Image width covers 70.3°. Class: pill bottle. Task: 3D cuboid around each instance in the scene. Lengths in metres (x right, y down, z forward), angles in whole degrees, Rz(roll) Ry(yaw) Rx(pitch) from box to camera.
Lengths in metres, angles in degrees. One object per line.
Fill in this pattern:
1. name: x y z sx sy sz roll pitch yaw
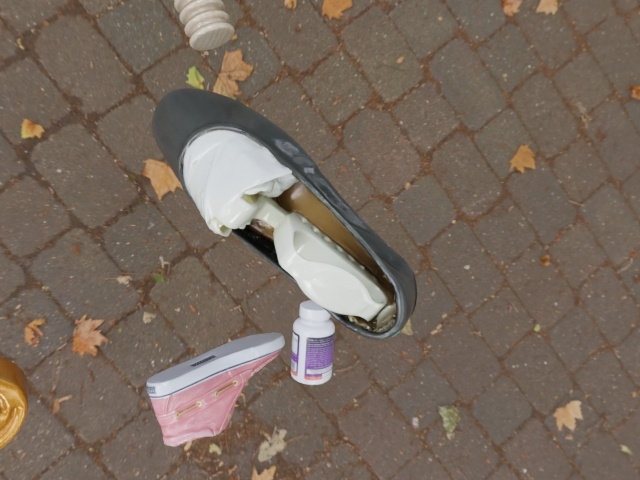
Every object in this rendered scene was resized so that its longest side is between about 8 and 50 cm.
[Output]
1. pill bottle: -0.019 0.257 1.164 0.108 0.108 0.193 1 102 -15

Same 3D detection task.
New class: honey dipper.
1. honey dipper: -0.098 -0.200 0.279 0.030 0.030 0.160 -24 96 -13

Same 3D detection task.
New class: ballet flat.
1. ballet flat: -0.029 -0.021 0.364 0.280 0.096 0.095 38 109 -5

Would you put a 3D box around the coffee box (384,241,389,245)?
1. coffee box: 0.000 0.000 1.160 0.297 0.168 0.119 39 42 13

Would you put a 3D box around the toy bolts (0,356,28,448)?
1. toy bolts: -0.400 0.163 0.388 0.218 0.158 0.228 12 100 -49

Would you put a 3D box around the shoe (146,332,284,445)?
1. shoe: -0.116 0.177 0.559 0.178 0.063 0.081 -16 97 -36
